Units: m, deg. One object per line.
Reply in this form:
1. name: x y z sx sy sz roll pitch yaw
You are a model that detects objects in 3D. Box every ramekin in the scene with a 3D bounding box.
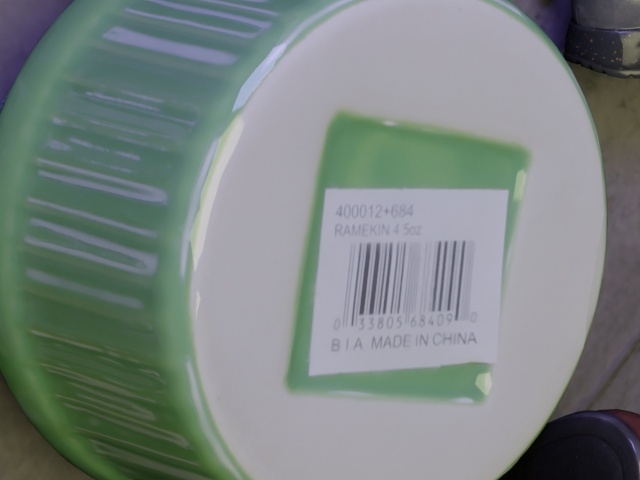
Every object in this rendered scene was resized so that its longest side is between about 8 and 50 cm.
1. ramekin: 0.000 0.000 0.933 0.303 0.148 0.303 -10 105 -37

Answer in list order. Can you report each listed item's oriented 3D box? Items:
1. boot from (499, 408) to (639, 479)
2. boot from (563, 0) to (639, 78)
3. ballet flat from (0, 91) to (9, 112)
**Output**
1. boot: 0.233 0.143 1.064 0.280 0.096 0.264 -19 139 -21
2. boot: 0.247 -0.182 1.084 0.246 0.083 0.161 -8 111 -27
3. ballet flat: -0.155 -0.001 0.945 0.070 0.070 0.188 29 83 -25
